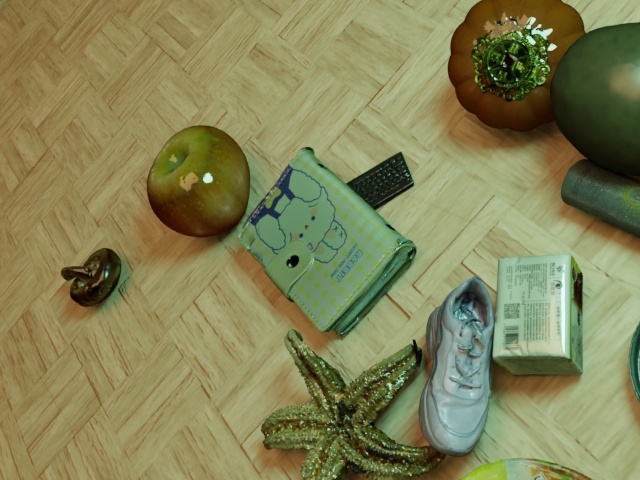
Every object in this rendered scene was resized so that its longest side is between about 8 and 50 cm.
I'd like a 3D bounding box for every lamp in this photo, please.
[{"bbox_3d":[0.310,-0.282,1.230,0.223,0.196,0.223,5,105,21],"label":"lamp"}]

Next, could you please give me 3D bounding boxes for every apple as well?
[{"bbox_3d":[-0.233,-0.113,1.549,0.210,0.173,0.234,-15,50,36],"label":"apple"}]

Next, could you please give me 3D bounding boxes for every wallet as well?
[{"bbox_3d":[0.000,0.000,1.365,0.223,0.077,0.309,-52,52,8],"label":"wallet"}]

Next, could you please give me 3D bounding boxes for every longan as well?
[{"bbox_3d":[0.442,-0.201,1.072,0.246,0.215,0.246,4,58,-6],"label":"longan"}]

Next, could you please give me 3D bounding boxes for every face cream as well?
[{"bbox_3d":[0.462,-0.030,1.064,0.283,0.073,0.073,34,88,42],"label":"face cream"}]

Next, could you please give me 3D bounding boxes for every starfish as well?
[{"bbox_3d":[0.040,0.263,1.190,0.303,0.113,0.312,-46,57,9],"label":"starfish"}]

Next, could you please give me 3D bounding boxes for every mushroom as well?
[{"bbox_3d":[-0.494,0.080,1.689,0.171,0.080,0.135,2,55,37],"label":"mushroom"}]

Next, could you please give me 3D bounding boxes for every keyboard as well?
[{"bbox_3d":[0.053,-0.069,1.417,0.251,0.017,0.087,-29,52,20],"label":"keyboard"}]

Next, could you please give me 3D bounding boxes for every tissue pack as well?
[{"bbox_3d":[0.304,0.105,1.085,0.106,0.099,0.148,-5,63,30],"label":"tissue pack"}]

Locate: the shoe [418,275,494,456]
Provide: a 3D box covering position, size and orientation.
[{"bbox_3d":[0.195,0.169,1.082,0.095,0.137,0.245,8,53,-1],"label":"shoe"}]

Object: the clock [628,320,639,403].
[{"bbox_3d":[0.498,0.153,0.957,0.226,0.049,0.225,-16,59,28],"label":"clock"}]

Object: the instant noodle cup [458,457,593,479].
[{"bbox_3d":[0.266,0.396,0.887,0.264,0.200,0.264,-18,56,28],"label":"instant noodle cup"}]
